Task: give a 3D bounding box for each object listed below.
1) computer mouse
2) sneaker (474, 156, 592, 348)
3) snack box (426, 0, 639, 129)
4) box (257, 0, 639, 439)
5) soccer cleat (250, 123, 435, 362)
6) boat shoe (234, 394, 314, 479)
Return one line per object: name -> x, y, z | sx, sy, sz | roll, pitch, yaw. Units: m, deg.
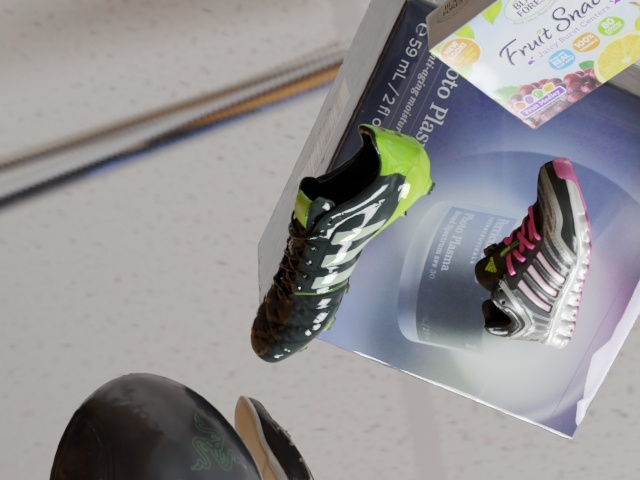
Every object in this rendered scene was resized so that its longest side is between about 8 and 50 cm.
computer mouse -> -0.071, 0.194, 0.874 | 0.072, 0.188, 0.272 | -20, -118, 44
sneaker -> 0.150, 0.013, 1.267 | 0.074, 0.170, 0.063 | -2, -136, -3
snack box -> 0.148, -0.138, 1.066 | 0.141, 0.100, 0.037 | -35, -143, 32
box -> 0.138, -0.037, 1.487 | 0.294, 0.183, 0.296 | 22, -73, -10
soccer cleat -> 0.000, 0.000, 1.142 | 0.179, 0.072, 0.060 | -54, -137, 12
boat shoe -> -0.040, 0.181, 1.527 | 0.125, 0.038, 0.046 | 55, -41, 48
